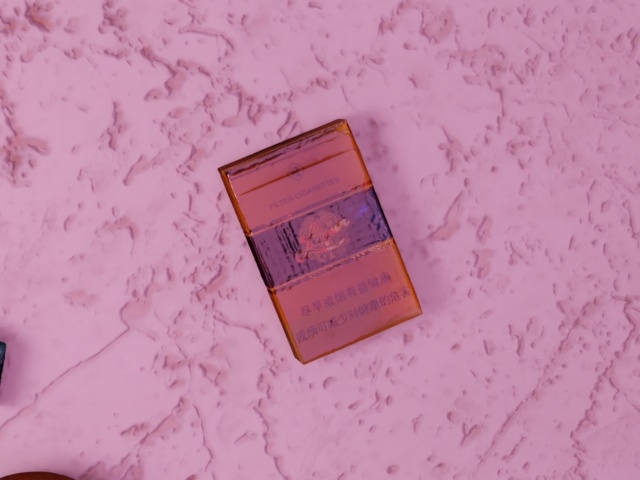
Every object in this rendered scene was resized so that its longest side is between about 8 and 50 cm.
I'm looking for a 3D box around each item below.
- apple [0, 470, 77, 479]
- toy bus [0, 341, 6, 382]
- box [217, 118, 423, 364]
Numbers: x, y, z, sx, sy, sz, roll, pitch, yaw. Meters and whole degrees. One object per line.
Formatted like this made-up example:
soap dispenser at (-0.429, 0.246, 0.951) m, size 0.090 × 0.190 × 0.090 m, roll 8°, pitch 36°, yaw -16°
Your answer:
apple at (-0.311, 0.349, 1.876) m, size 0.211 × 0.188 × 0.211 m, roll -1°, pitch 96°, yaw -7°
toy bus at (-0.417, 0.126, 1.904) m, size 0.160 × 0.079 × 0.092 m, roll 19°, pitch 89°, yaw -7°
box at (0.000, 0.000, 1.968) m, size 0.152 × 0.070 × 0.237 m, roll -23°, pitch 94°, yaw -7°
